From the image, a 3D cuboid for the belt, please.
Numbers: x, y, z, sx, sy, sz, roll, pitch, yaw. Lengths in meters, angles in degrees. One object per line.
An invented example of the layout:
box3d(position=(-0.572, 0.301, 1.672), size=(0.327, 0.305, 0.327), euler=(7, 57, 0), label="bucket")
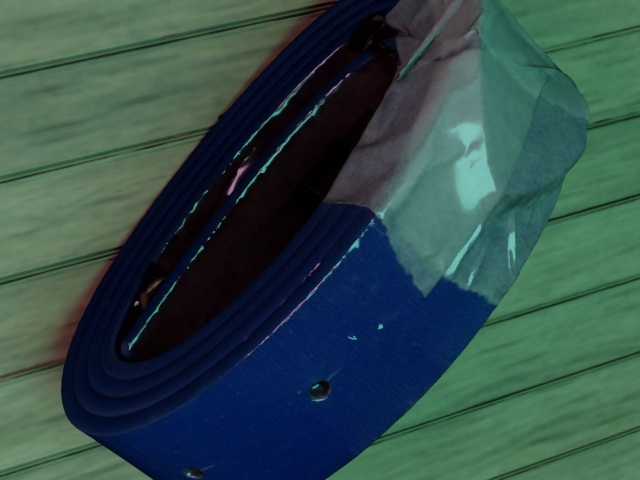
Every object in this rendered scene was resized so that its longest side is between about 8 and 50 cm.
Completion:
box3d(position=(0.000, 0.000, 1.061), size=(0.347, 0.212, 0.117), euler=(-50, 121, -1), label="belt")
